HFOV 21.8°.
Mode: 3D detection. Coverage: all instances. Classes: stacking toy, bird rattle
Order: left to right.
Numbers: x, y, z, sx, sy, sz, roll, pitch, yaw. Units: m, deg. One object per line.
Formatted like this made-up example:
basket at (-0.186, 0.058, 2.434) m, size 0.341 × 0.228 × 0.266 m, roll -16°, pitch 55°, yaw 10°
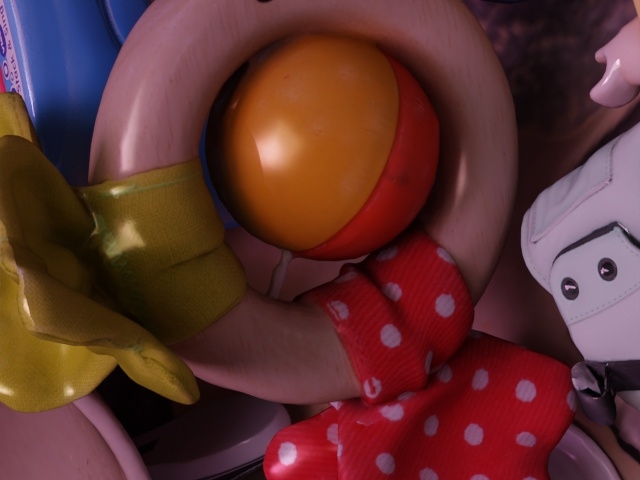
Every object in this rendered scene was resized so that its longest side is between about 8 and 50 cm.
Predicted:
stacking toy at (-0.137, -0.057, 0.773) m, size 0.302 × 0.166 × 0.175 m, roll -23°, pitch 79°, yaw 51°
bird rattle at (0.000, 0.000, 0.579) m, size 0.207 × 0.253 × 0.143 m, roll -69°, pitch 21°, yaw -1°

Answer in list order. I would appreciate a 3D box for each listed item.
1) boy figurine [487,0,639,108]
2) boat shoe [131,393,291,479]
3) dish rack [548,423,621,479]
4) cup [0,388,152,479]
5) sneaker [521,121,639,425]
boy figurine at (0.123, -0.136, 0.591) m, size 0.285 × 0.092 × 0.177 m, roll 2°, pitch 91°, yaw 40°
boat shoe at (-0.064, 0.110, 0.775) m, size 0.142 × 0.049 × 0.040 m, roll -23°, pitch 112°, yaw 34°
dish rack at (0.018, 0.250, 0.701) m, size 0.333 × 0.072 × 0.285 m, roll -32°, pitch 72°, yaw 32°
cup at (-0.259, 0.102, 0.727) m, size 0.331 × 0.331 × 0.237 m, roll -65°, pitch 32°, yaw 20°
sneaker at (0.106, -0.045, 0.528) m, size 0.151 × 0.094 × 0.256 m, roll -14°, pitch 110°, yaw 39°
